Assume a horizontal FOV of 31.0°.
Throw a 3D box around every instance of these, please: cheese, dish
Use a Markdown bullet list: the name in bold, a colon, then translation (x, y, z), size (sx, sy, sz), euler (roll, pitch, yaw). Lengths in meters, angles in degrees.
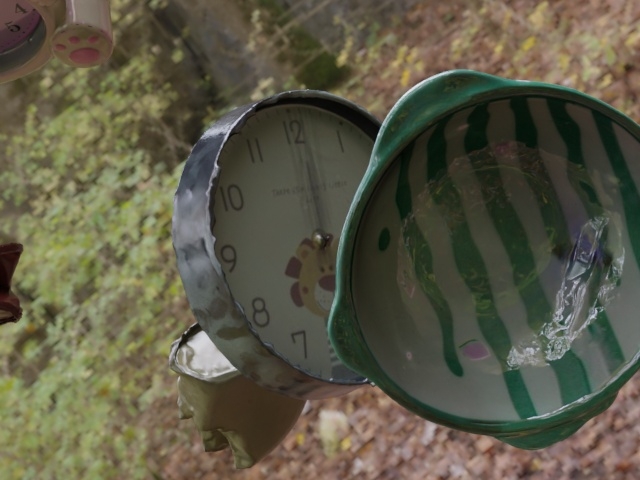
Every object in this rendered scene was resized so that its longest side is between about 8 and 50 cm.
- **cheese**: translation (-0.088, 0.175, 1.340), size (0.175, 0.202, 0.091), euler (-24, 41, -29)
- **dish**: translation (0.114, -0.002, 0.649), size (0.246, 0.224, 0.078), euler (-24, 17, -2)

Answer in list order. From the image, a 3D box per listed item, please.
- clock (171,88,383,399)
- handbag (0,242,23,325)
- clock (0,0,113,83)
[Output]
- **clock**: translation (-0.001, 0.001, 1.141), size (0.061, 0.312, 0.312), euler (-19, 25, 48)
- **handbag**: translation (-0.473, 0.062, 1.214), size (0.260, 0.084, 0.275), euler (4, -16, -35)
- **clock**: translation (-0.402, -0.262, 1.238), size (0.284, 0.114, 0.309), euler (-15, -22, 14)
